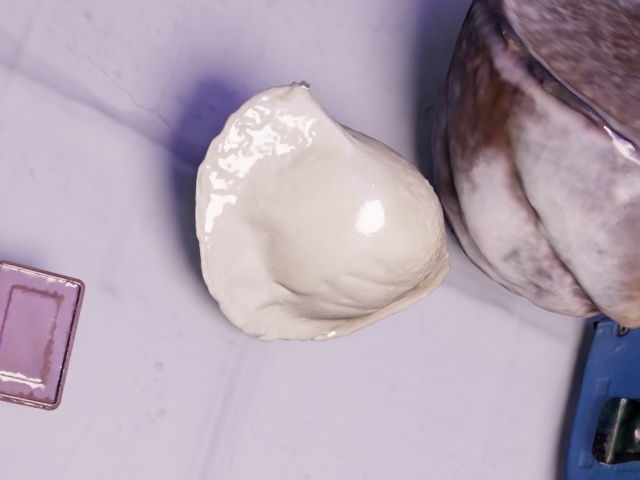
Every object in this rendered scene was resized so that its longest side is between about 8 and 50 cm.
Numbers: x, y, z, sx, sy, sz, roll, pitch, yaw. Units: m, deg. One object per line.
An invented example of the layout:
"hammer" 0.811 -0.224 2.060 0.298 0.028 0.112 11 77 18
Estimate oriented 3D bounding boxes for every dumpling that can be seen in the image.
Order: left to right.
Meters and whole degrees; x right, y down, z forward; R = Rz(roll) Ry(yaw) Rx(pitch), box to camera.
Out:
"dumpling" 0.002 0.002 0.869 0.166 0.216 0.126 -44 65 2

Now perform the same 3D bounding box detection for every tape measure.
"tape measure" 0.252 0.215 0.914 0.097 0.215 0.352 22 71 -23

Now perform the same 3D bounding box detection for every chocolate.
"chocolate" 0.211 -0.054 0.943 0.303 0.213 0.303 19 35 -14

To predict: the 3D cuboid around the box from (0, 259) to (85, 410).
"box" -0.193 0.063 0.780 0.060 0.063 0.085 17 72 -28
